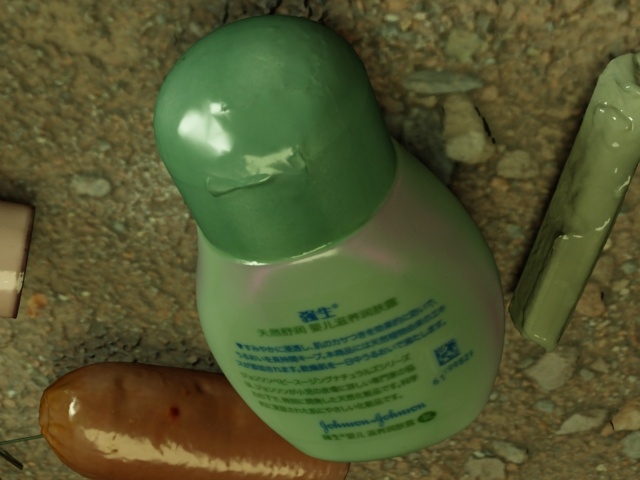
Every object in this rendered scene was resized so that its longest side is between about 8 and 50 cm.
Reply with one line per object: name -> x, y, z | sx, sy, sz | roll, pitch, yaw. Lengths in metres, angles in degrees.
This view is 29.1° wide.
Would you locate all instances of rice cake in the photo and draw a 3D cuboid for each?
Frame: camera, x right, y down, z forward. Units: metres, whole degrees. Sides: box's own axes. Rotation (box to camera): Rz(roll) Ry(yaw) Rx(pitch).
rice cake -> 0.199, -0.023, 0.923 | 0.052, 0.057, 0.256 | 5, 131, -10

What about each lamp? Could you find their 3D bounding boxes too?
lamp -> -0.237, 0.179, 1.093 | 0.121, 0.041, 0.054 | -24, 121, 13

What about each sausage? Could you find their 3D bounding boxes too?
sausage -> -0.105, 0.162, 1.036 | 0.259, 0.113, 0.113 | 10, 130, -14

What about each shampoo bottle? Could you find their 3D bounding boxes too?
shampoo bottle -> 0.000, 0.000, 0.869 | 0.222, 0.151, 0.349 | -12, 132, 15

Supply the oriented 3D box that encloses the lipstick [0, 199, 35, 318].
lipstick -> -0.374, -0.011, 0.876 | 0.327, 0.087, 0.087 | 10, 130, -13
